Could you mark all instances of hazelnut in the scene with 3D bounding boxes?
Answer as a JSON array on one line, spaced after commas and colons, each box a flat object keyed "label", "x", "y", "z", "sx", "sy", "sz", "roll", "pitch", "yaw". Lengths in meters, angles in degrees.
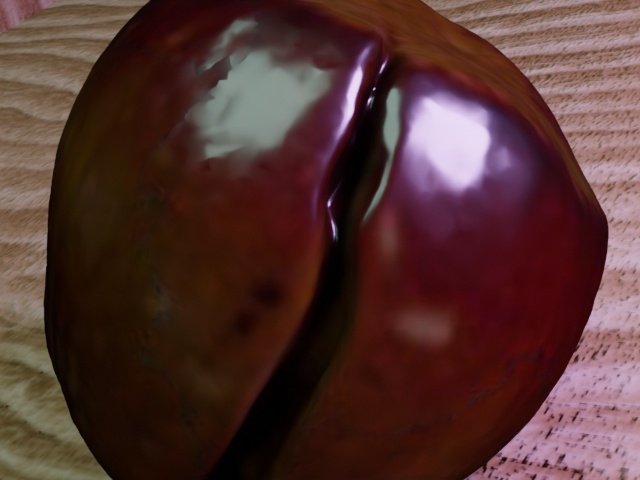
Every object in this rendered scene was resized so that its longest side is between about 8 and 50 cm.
[{"label": "hazelnut", "x": 0.000, "y": 0.000, "z": 0.816, "sx": 0.402, "sy": 0.402, "sz": 0.429, "roll": -23, "pitch": 29, "yaw": -7}]
